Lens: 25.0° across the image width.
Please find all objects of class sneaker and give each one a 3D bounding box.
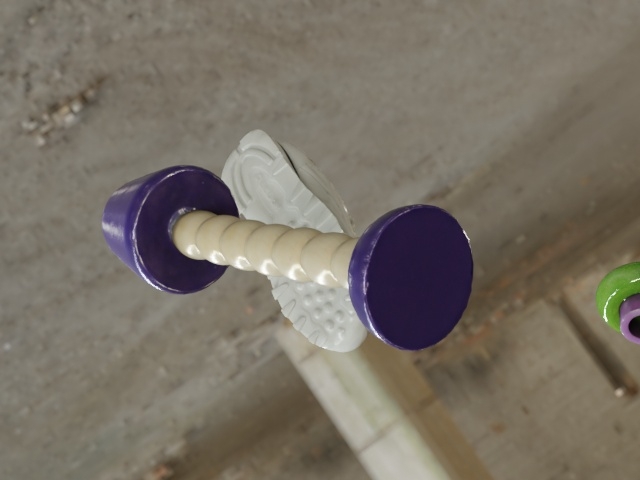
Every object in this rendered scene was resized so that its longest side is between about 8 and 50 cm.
[{"bbox_3d":[0.000,0.000,1.264,0.090,0.235,0.095,-41,143,22],"label":"sneaker"}]

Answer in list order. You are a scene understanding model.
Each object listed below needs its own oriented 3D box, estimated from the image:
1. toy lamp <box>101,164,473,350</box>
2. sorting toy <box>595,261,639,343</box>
[{"bbox_3d":[-0.033,0.002,0.788,0.080,0.080,0.274,-28,-156,-32],"label":"toy lamp"},{"bbox_3d":[0.186,0.030,0.737,0.102,0.061,0.042,-25,-148,29],"label":"sorting toy"}]
